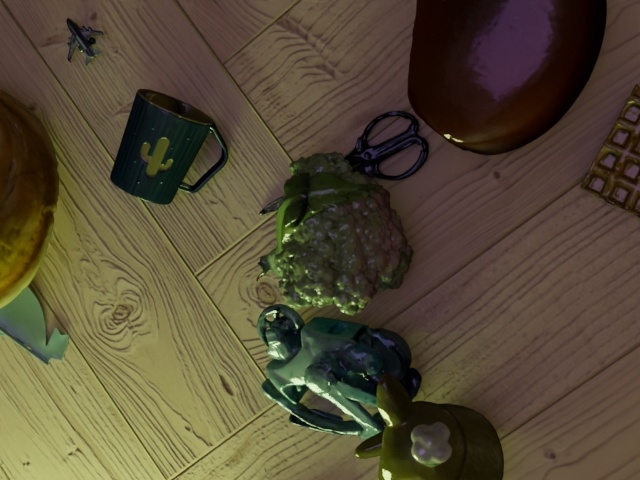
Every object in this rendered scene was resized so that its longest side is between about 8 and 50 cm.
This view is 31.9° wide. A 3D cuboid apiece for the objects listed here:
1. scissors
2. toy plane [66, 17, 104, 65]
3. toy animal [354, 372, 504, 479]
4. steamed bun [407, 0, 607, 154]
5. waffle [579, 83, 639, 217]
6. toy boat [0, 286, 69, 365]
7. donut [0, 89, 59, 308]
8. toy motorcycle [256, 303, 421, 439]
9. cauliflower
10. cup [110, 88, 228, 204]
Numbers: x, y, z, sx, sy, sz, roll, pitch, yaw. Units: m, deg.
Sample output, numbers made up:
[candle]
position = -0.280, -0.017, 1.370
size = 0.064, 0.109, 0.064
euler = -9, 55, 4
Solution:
[scissors]
position = 0.029, -0.107, 1.785
size = 0.300, 0.022, 0.109
euler = -25, 82, 15
[toy plane]
position = -0.403, -0.339, 1.889
size = 0.079, 0.031, 0.083
euler = -34, 84, 14
[toy animal]
position = 0.142, 0.309, 1.595
size = 0.181, 0.363, 0.180
euler = 42, 98, 31
[steamed bun]
position = 0.279, -0.310, 1.597
size = 0.248, 0.235, 0.379
euler = 8, 93, 20
[waffle]
position = 0.500, -0.134, 1.638
size = 0.160, 0.055, 0.210
euler = 30, 98, 13
[toy boat]
position = -0.563, 0.117, 1.936
size = 0.291, 0.067, 0.220
euler = 35, 99, 9
[donut]
position = -0.640, -0.070, 1.815
size = 0.449, 0.198, 0.448
euler = 2, 74, -6
[toy motorcycle]
position = 0.020, 0.209, 1.744
size = 0.260, 0.154, 0.206
euler = 11, 118, 22
[cauliflower]
position = 0.000, 0.000, 1.722
size = 0.315, 0.239, 0.256
euler = -33, 79, 55
[cup]
position = -0.244, -0.141, 1.816
size = 0.177, 0.131, 0.155
euler = 24, 104, -12
